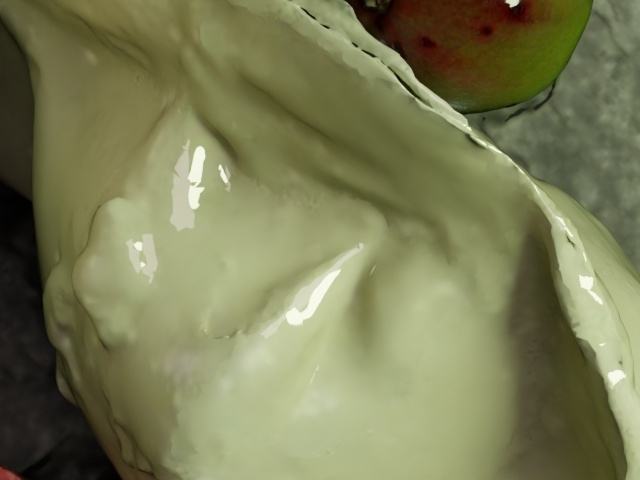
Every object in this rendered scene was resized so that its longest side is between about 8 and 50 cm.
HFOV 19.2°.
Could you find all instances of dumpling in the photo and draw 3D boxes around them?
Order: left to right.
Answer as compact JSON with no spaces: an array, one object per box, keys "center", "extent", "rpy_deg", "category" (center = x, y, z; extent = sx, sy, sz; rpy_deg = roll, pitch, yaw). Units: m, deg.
[{"center":[0.000,0.000,0.737],"extent":[0.395,0.315,0.233],"rpy_deg":[41,62,20],"category":"dumpling"}]

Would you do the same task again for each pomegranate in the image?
[{"center":[0.081,-0.131,0.878],"extent":[0.159,0.129,0.129],"rpy_deg":[-35,85,-16],"category":"pomegranate"}]

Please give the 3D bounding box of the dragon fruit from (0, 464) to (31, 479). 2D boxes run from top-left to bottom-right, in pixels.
[{"center":[-0.170,0.123,0.739],"extent":[0.274,0.126,0.161],"rpy_deg":[28,56,26],"category":"dragon fruit"}]
